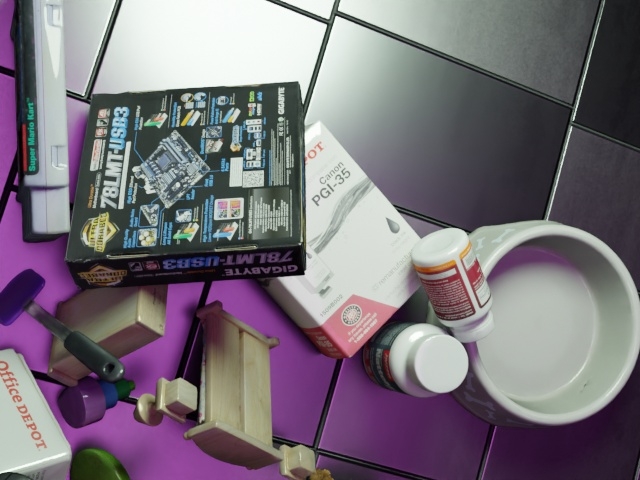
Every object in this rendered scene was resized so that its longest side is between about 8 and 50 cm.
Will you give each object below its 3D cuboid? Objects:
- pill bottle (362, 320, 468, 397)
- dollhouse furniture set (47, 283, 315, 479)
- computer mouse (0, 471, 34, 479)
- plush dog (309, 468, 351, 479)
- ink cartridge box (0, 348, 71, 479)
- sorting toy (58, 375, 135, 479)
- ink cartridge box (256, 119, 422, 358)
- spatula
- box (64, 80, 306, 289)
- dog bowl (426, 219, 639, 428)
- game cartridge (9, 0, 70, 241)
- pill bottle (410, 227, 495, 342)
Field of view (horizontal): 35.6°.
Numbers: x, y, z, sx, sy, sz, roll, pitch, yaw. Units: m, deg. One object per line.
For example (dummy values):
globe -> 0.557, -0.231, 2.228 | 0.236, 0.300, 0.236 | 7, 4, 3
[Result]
pill bottle -> 0.139, 0.172, 1.448 | 0.108, 0.180, 0.108 | 1, 87, -17
dollhouse furniture set -> -0.184, 0.166, 1.403 | 0.355, 0.174, 0.303 | 39, 36, -40
computer mouse -> -0.388, 0.397, 1.106 | 0.262, 0.060, 0.184 | -39, 96, -3
plush dog -> 0.070, 0.457, 1.436 | 0.262, 0.210, 0.225 | -36, 116, -4
ink cartridge box -> -0.469, 0.258, 1.203 | 0.273, 0.114, 0.197 | -11, 46, -36
sorting toy -> -0.255, 0.357, 1.378 | 0.126, 0.127, 0.365 | -14, 89, -47
ink cartridge box -> 0.000, 0.000, 1.445 | 0.207, 0.117, 0.283 | -44, 101, -15
spatula -> -0.336, 0.111, 1.269 | 0.084, 0.296, 0.030 | -52, 141, -14
box -> -0.166, -0.079, 1.302 | 0.293, 0.073, 0.295 | -5, 51, 3
dog bowl -> 0.345, 0.130, 1.556 | 0.348, 0.102, 0.349 | 1, 86, -17
game cartridge -> -0.365, -0.179, 1.283 | 0.068, 0.230, 0.355 | -2, 88, -15
pill bottle -> 0.192, 0.066, 1.407 | 0.086, 0.086, 0.152 | -32, 114, -16
